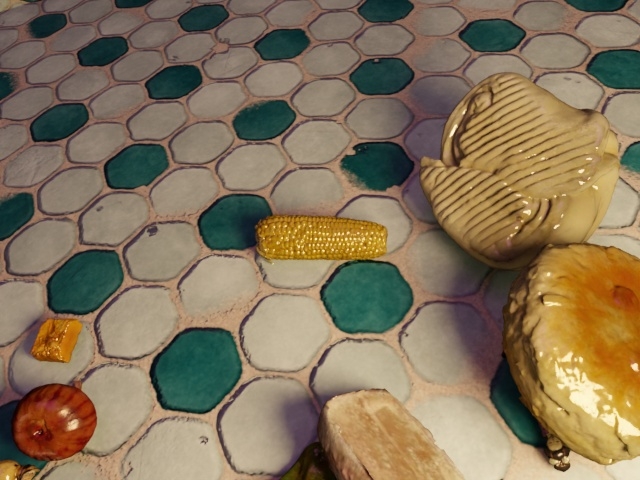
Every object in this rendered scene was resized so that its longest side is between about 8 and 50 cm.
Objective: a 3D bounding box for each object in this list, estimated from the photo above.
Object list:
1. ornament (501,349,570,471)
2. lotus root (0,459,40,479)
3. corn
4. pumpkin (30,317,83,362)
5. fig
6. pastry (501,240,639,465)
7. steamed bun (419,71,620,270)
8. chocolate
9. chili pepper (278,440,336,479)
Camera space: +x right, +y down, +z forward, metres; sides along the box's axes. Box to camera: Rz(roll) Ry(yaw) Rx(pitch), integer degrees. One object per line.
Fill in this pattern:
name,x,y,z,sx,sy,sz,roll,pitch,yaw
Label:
ornament,0.339,0.233,0.858,0.088,0.081,0.203,-7,49,5
lotus root,-0.503,0.380,0.896,0.152,0.072,0.063,-20,39,2
corn,0.000,-0.004,1.122,0.260,0.091,0.091,2,48,7
pumpkin,-0.488,0.185,1.075,0.074,0.054,0.083,0,65,24
fig,-0.436,0.288,0.940,0.128,0.128,0.150,-42,28,-23
pastry,0.391,0.144,0.802,0.330,0.136,0.329,10,57,-15
steamed bun,0.362,-0.105,1.048,0.324,0.220,0.309,42,105,40
chocolate,0.111,0.339,0.775,0.303,0.185,0.100,45,111,38
chili pepper,-0.045,0.371,0.821,0.072,0.073,0.204,10,39,41
